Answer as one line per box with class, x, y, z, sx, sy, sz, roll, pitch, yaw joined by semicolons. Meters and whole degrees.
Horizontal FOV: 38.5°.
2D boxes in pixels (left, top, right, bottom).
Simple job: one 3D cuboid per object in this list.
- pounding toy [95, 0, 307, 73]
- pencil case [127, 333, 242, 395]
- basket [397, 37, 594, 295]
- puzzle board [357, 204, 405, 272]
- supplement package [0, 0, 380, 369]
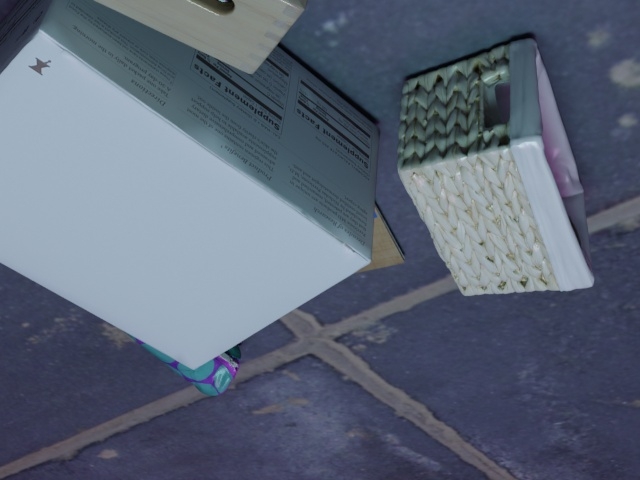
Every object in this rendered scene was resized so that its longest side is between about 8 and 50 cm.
pounding toy;-0.041;-0.186;0.531;0.141;0.130;0.100;23;149;-19
pencil case;-0.140;0.091;0.902;0.070;0.064;0.151;-6;142;37
basket;0.131;-0.045;0.678;0.103;0.113;0.167;-12;136;23
puzzle board;0.000;0.000;0.823;0.128;0.011;0.096;-13;135;19
supplement package;-0.121;-0.056;0.659;0.262;0.145;0.204;35;130;-27
